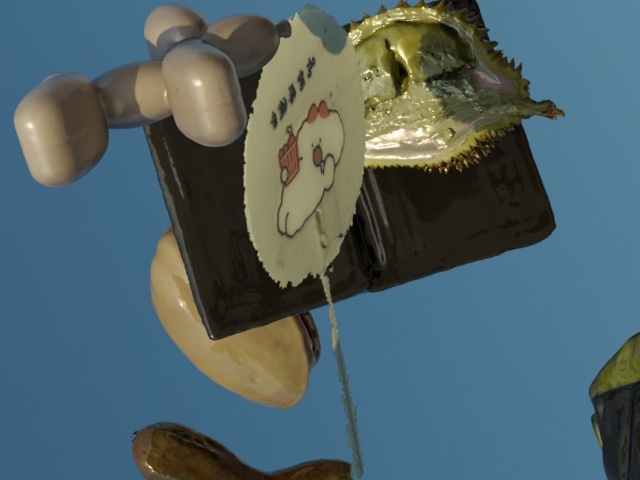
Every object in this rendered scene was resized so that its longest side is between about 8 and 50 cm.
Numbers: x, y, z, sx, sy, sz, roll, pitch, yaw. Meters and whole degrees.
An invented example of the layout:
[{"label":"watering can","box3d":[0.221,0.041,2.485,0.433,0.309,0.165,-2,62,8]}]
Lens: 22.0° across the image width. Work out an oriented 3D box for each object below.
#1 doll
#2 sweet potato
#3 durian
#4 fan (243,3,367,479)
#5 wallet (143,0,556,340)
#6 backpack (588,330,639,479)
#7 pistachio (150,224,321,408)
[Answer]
[{"label":"doll","box3d":[-0.092,-0.092,0.944,0.160,0.161,0.059,-100,-5,-67]},{"label":"sweet potato","box3d":[-0.084,0.243,1.684,0.233,0.081,0.062,13,-162,-5]},{"label":"durian","box3d":[0.103,-0.128,1.363,0.102,0.208,0.146,-34,-51,-65]},{"label":"fan","box3d":[0.001,0.000,1.066,0.009,0.191,0.329,4,-122,-26]},{"label":"wallet","box3d":[0.020,-0.073,1.436,0.323,0.041,0.247,-16,-101,-7]},{"label":"backpack","box3d":[0.260,0.148,0.835,0.207,0.140,0.253,-4,-116,-31]},{"label":"pistachio","box3d":[-0.084,0.069,1.620,0.215,0.144,0.144,46,-139,-17]}]
